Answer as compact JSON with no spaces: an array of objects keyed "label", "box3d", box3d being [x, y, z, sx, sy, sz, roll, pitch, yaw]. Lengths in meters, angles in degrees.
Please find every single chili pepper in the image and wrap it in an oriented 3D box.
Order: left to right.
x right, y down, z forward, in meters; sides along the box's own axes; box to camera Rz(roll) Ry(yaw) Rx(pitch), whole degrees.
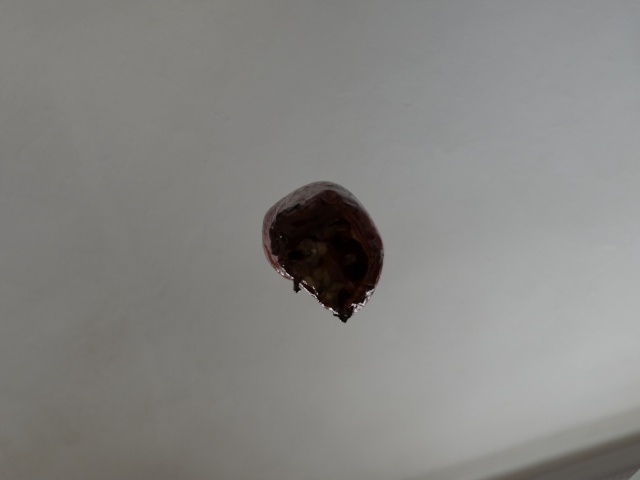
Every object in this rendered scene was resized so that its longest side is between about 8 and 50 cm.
[{"label":"chili pepper","box3d":[0.000,0.000,0.540,0.073,0.123,0.070,16,-86,-9]}]

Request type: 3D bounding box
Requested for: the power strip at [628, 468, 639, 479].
[{"label":"power strip","box3d":[0.354,0.170,0.632,0.357,0.357,0.161,-41,-109,1]}]
